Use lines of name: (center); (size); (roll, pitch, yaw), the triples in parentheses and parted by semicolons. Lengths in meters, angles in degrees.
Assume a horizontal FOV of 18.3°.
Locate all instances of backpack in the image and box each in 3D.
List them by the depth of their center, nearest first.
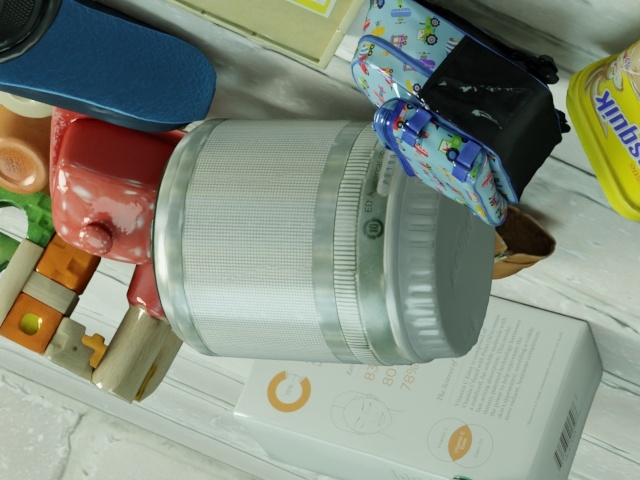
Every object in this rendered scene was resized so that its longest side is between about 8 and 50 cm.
backpack: (0.093, -0.111, 1.538); (0.173, 0.117, 0.158); (35, 174, 17)

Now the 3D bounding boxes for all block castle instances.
block castle: (-0.346, 0.000, 2.299); (0.453, 0.213, 0.303); (28, 175, 3)

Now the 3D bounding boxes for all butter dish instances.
butter dish: (-0.198, -0.035, 1.896); (0.160, 0.118, 0.160); (16, 137, 6)

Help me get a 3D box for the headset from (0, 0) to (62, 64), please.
headset: (-0.222, -0.251, 1.394); (0.394, 0.243, 0.185); (-19, 118, 44)

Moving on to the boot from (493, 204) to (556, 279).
boot: (0.117, -0.016, 1.909); (0.197, 0.073, 0.152); (16, 167, -22)

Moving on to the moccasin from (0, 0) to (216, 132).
moccasin: (-0.267, -0.171, 1.797); (0.342, 0.137, 0.117); (27, 169, -15)

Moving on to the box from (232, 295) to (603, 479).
box: (0.113, 0.170, 2.218); (0.345, 0.215, 0.168); (15, 161, 21)

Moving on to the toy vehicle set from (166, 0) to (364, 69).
toy vehicle set: (-0.041, -0.221, 1.535); (0.166, 0.035, 0.267); (24, 163, -5)

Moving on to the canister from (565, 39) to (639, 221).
canister: (0.258, -0.093, 1.431); (0.126, 0.073, 0.170); (66, 157, 4)

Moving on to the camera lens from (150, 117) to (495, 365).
camera lens: (0.000, 0.000, 1.790); (0.274, 0.219, 0.219); (2, 156, 21)

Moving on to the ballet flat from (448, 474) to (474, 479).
ballet flat: (0.153, 0.294, 2.093); (0.057, 0.052, 0.168); (14, 160, 22)

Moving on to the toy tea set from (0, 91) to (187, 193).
toy tea set: (-0.188, -0.104, 2.005); (0.336, 0.124, 0.200); (26, 133, -3)
